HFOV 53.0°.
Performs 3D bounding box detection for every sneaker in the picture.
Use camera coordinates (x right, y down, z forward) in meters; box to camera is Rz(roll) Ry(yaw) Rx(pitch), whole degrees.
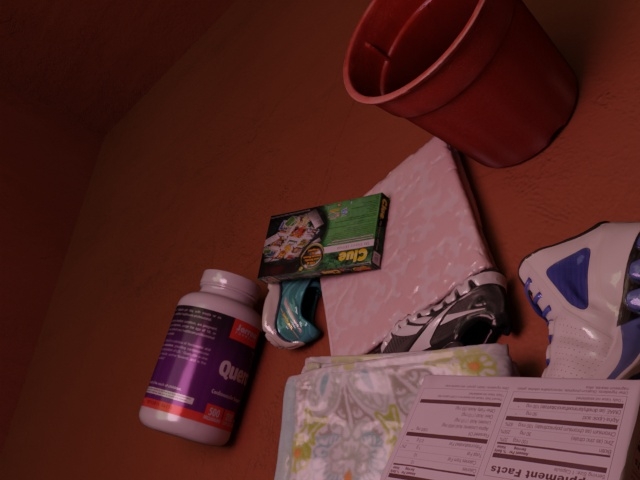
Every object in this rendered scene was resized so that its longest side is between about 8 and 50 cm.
[{"bbox_3d":[-0.037,0.077,1.238,0.109,0.107,0.276,-14,57,25],"label":"sneaker"},{"bbox_3d":[0.172,0.142,0.896,0.234,0.078,0.106,-40,36,26],"label":"sneaker"},{"bbox_3d":[0.301,0.103,0.723,0.182,0.127,0.316,10,68,60],"label":"sneaker"}]

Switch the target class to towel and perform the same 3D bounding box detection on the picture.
[{"bbox_3d":[0.126,0.019,1.074,0.332,0.053,0.317,-40,39,30],"label":"towel"},{"bbox_3d":[0.089,0.315,0.779,0.320,0.090,0.375,-11,59,29],"label":"towel"}]

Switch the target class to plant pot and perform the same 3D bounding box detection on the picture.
[{"bbox_3d":[0.222,-0.254,0.950,0.272,0.265,0.273,-34,41,36],"label":"plant pot"}]

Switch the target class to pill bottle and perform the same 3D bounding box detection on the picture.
[{"bbox_3d":[-0.223,0.229,1.274,0.181,0.181,0.323,-8,60,51],"label":"pill bottle"}]

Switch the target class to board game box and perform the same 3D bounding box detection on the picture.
[{"bbox_3d":[0.000,0.000,1.144,0.259,0.030,0.136,-9,57,38],"label":"board game box"}]

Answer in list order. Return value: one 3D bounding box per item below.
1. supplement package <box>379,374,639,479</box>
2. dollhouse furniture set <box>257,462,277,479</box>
[{"bbox_3d":[0.206,0.247,0.531,0.204,0.262,0.145,-13,36,49],"label":"supplement package"},{"bbox_3d":[-0.066,0.392,1.050,0.076,0.058,0.152,-12,57,49],"label":"dollhouse furniture set"}]
